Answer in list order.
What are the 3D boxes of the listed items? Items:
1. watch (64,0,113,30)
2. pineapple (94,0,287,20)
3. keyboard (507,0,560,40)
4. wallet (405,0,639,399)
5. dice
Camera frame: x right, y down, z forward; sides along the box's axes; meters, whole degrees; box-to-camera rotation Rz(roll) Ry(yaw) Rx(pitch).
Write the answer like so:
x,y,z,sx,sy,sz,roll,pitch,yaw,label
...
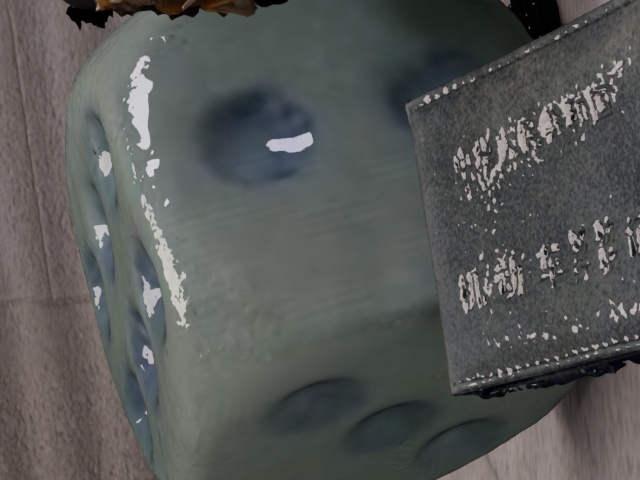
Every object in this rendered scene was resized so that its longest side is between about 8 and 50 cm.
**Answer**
x,y,z,sx,sy,sz,roll,pitch,yaw,label
-0.065,-0.292,1.181,0.335,0.314,0.327,67,-146,-62,watch
0.003,-0.223,0.704,0.272,0.262,0.262,-5,92,52,pineapple
0.119,-0.197,1.109,0.074,0.015,0.196,108,154,-74,keyboard
0.119,-0.020,0.842,0.222,0.036,0.167,-21,75,55,wallet
0.000,0.000,1.093,0.268,0.262,0.264,107,145,-57,dice
